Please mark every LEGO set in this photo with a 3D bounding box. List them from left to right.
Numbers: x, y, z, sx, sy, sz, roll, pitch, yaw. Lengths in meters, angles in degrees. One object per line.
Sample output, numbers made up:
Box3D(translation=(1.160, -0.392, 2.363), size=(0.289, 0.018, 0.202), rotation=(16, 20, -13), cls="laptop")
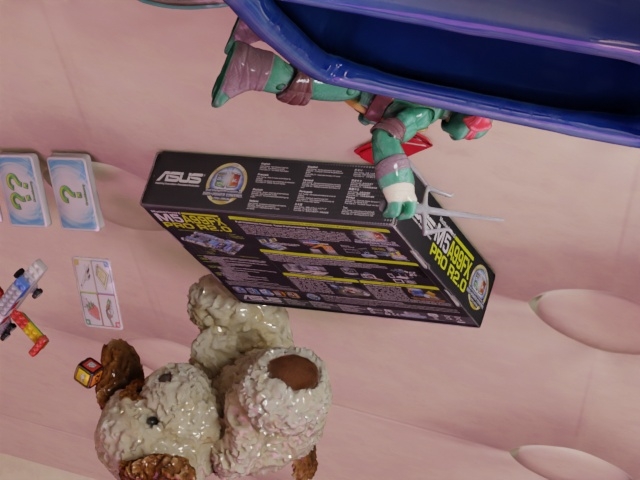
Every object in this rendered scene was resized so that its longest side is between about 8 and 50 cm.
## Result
Box3D(translation=(-0.288, 0.033, 1.930), size=(0.182, 0.060, 0.244), rotation=(4, 114, 32), cls="LEGO set")

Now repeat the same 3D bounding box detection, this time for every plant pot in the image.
Box3D(translation=(0.098, -0.184, 1.013), size=(0.236, 0.212, 0.236), rotation=(12, 174, 15), cls="plant pot")

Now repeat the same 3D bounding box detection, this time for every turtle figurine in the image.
Box3D(translation=(0.041, -0.103, 1.454), size=(0.234, 0.118, 0.175), rotation=(23, -161, -8), cls="turtle figurine")

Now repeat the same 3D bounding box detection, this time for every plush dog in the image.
Box3D(translation=(-0.118, 0.179, 1.964), size=(0.225, 0.262, 0.210), rotation=(-14, 123, -13), cls="plush dog")

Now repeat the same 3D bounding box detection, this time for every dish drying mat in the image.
Box3D(translation=(0.061, -0.077, 1.636), size=(0.032, 0.008, 0.083), rotation=(26, 158, -22), cls="dish drying mat")

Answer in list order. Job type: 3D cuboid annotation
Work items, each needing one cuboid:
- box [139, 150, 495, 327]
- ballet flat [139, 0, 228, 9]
Box3D(translation=(0.000, 0.000, 1.807), size=(0.270, 0.060, 0.216), rotation=(5, 155, 30), cls="box")
Box3D(translation=(-0.042, -0.197, 1.365), size=(0.213, 0.072, 0.068), rotation=(9, 130, 20), cls="ballet flat")
